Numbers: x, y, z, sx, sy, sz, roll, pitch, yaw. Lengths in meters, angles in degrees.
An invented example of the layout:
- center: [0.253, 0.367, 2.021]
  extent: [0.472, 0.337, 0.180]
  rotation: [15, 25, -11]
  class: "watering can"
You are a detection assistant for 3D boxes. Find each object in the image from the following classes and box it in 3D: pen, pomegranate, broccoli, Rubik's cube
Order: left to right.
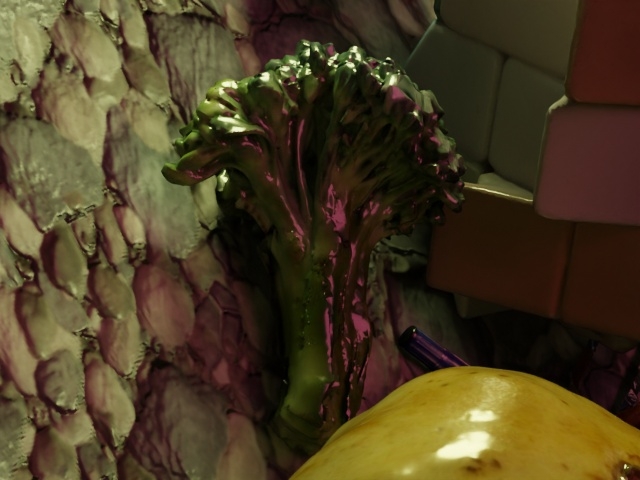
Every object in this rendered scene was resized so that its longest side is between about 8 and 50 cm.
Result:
- center: [-0.011, -0.014, 1.256]
  extent: [0.198, 0.177, 0.275]
  rotation: [42, 53, -29]
  class: "broccoli"
- center: [0.097, 0.244, 1.071]
  extent: [0.332, 0.332, 0.332]
  rotation: [27, 48, -34]
  class: "pomegranate"
- center: [0.136, 0.127, 1.411]
  extent: [0.204, 0.025, 0.025]
  rotation: [38, 42, -24]
  class: "pen"
- center: [0.267, -0.099, 1.420]
  extent: [0.387, 0.358, 0.368]
  rotation: [-11, 29, -35]
  class: "Rubik's cube"

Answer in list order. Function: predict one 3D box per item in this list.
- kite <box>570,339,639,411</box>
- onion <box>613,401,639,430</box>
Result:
- center: [0.276, 0.082, 1.607]
  extent: [0.169, 0.015, 0.310]
  rotation: [56, 35, -4]
  class: "kite"
- center: [0.318, 0.254, 1.314]
  extent: [0.353, 0.353, 0.354]
  rotation: [27, 48, -34]
  class: "onion"
